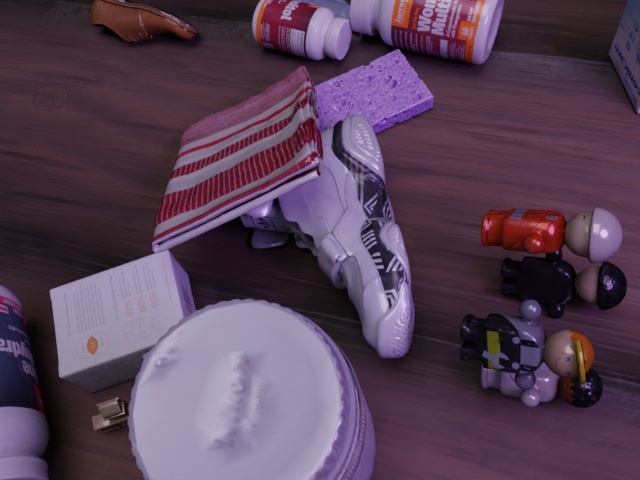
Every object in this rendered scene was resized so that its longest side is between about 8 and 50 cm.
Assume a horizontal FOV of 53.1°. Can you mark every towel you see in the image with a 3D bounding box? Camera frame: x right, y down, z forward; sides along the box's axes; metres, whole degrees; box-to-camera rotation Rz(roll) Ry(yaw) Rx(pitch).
[{"bbox_3d":[-0.112,-0.126,0.878,0.237,0.037,0.329,-25,30,12],"label":"towel"}]

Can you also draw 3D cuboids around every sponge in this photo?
[{"bbox_3d":[0.057,-0.214,1.010,0.210,0.031,0.117,-25,62,-4],"label":"sponge"}]

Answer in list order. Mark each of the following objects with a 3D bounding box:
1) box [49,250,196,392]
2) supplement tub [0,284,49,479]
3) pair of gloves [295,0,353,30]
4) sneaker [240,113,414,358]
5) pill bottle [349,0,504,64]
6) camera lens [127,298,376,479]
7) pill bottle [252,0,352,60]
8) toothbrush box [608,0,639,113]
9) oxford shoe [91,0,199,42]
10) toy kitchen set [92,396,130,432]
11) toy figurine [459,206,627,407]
[{"bbox_3d":[-0.259,0.110,0.867,0.171,0.091,0.130,-19,63,0],"label":"box"},{"bbox_3d":[-0.452,0.201,0.797,0.191,0.191,0.272,-25,63,-3],"label":"supplement tub"},{"bbox_3d":[0.031,-0.445,1.135,0.159,0.023,0.198,22,70,17],"label":"pair of gloves"},{"bbox_3d":[0.000,0.000,0.859,0.210,0.137,0.365,-12,58,5],"label":"sneaker"},{"bbox_3d":[0.166,-0.360,1.013,0.221,0.121,0.121,18,68,17],"label":"pill bottle"},{"bbox_3d":[-0.057,0.202,0.684,0.220,0.274,0.219,-4,63,7],"label":"camera lens"},{"bbox_3d":[-0.029,-0.349,1.061,0.152,0.086,0.086,19,68,17],"label":"pill bottle"},{"bbox_3d":[0.537,-0.321,0.836,0.217,0.295,0.126,-11,64,3],"label":"toothbrush box"},{"bbox_3d":[-0.316,-0.385,1.148,0.212,0.076,0.076,19,98,15],"label":"oxford shoe"},{"bbox_3d":[-0.247,0.244,0.811,0.083,0.068,0.075,-18,62,1],"label":"toy kitchen set"},{"bbox_3d":[0.261,0.080,0.728,0.148,0.213,0.209,5,63,27],"label":"toy figurine"}]
